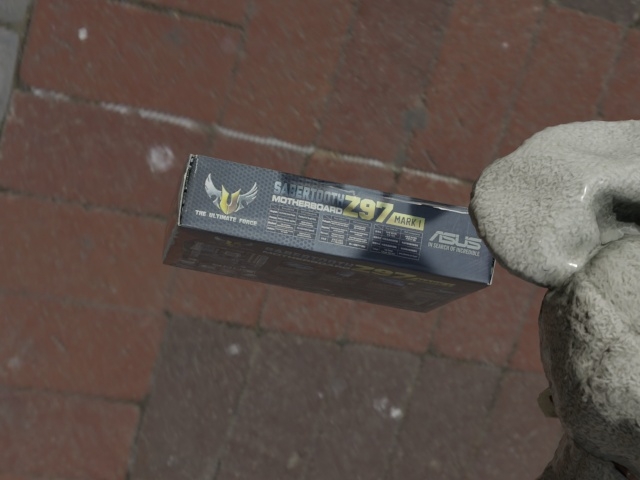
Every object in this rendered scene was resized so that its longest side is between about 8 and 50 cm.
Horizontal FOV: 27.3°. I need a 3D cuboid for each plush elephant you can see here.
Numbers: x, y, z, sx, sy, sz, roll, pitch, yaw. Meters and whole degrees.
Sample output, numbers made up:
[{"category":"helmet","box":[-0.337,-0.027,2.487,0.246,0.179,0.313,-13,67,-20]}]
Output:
[{"category":"plush elephant","box":[0.185,0.089,0.599,0.255,0.272,0.330,8,124,-27]}]

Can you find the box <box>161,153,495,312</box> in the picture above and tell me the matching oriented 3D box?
[{"category":"box","box":[0.000,0.000,1.011,0.233,0.183,0.059,10,80,-8]}]
